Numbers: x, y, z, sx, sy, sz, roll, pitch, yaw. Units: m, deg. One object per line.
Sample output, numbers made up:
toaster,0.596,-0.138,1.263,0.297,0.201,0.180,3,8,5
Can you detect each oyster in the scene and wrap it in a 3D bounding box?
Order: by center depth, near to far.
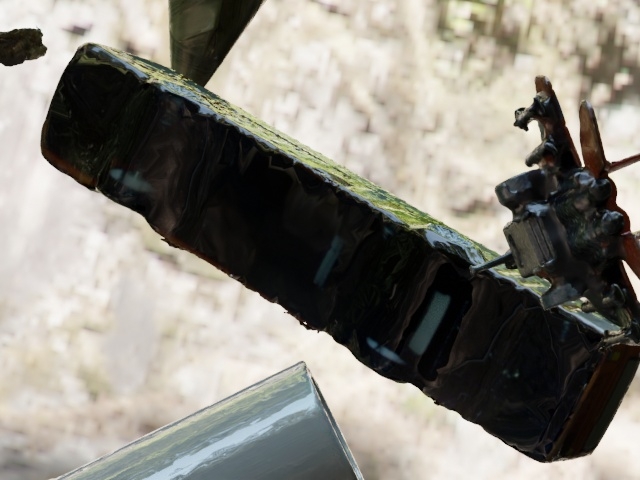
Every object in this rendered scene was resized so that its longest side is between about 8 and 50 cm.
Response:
oyster,-0.347,-0.212,2.165,0.093,0.034,0.051,-2,-38,8

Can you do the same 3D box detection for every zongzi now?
zongzi,-0.078,-0.227,1.879,0.094,0.204,0.205,6,11,25

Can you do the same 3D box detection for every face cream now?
face cream,-0.103,0.137,0.829,0.250,0.077,0.077,-26,-35,1

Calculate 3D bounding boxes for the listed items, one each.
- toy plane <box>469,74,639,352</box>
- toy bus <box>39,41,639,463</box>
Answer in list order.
toy plane,0.103,-0.002,0.879,0.061,0.130,0.189,-21,-5,-20
toy bus,0.000,0.000,1.172,0.409,0.093,0.092,31,12,29
